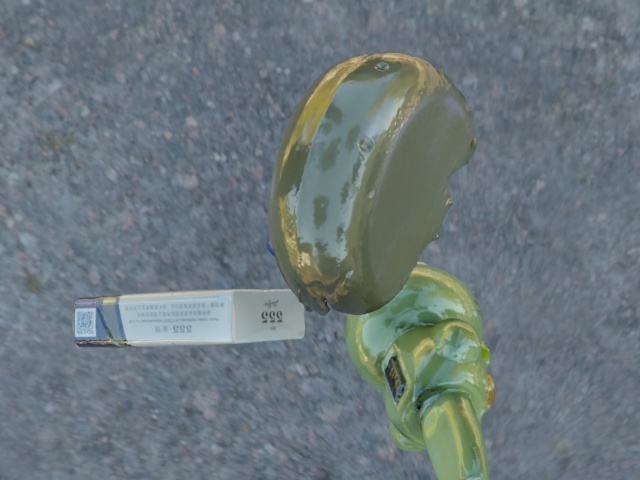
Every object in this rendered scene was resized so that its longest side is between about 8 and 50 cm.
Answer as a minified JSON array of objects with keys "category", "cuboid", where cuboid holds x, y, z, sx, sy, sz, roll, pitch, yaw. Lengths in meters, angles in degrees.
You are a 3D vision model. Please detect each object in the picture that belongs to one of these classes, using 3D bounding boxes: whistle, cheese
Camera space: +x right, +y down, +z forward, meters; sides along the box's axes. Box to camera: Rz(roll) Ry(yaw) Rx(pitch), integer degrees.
[{"category":"whistle","cuboid":[0.113,0.125,1.078,0.141,0.141,0.294,-29,43,-2]},{"category":"cheese","cuboid":[0.033,-0.040,0.899,0.091,0.175,0.202,16,74,35]}]

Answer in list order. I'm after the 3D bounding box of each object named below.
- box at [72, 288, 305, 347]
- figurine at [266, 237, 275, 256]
[{"category":"box","cuboid":[-0.170,0.100,1.519,0.259,0.168,0.071,-6,85,32]},{"category":"figurine","cuboid":[0.000,0.000,1.365,0.086,0.087,0.149,-5,29,29]}]
